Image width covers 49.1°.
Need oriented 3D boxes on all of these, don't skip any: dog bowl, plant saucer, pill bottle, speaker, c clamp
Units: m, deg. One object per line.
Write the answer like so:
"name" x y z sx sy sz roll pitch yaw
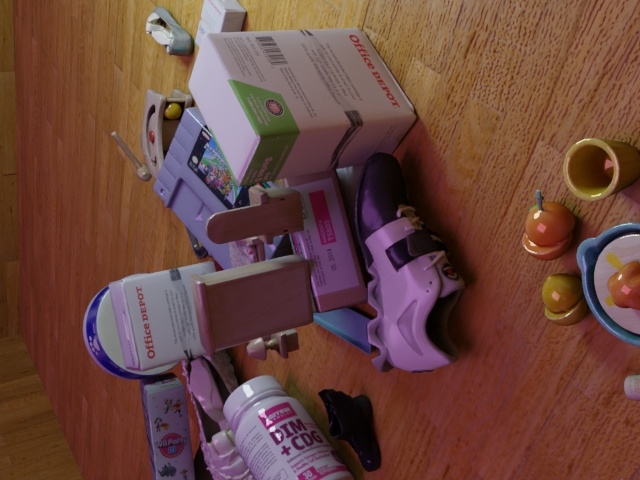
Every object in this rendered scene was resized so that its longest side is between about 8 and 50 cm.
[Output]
"dog bowl" -0.460 0.220 1.794 0.104 0.265 0.264 -22 81 53
"plant saucer" 0.036 0.142 1.278 0.192 0.018 0.067 23 118 49
"pill bottle" -0.070 0.413 1.383 0.283 0.160 0.160 47 135 37
"speaker" 0.065 -0.059 1.145 0.055 0.055 0.136 -13 89 56
"c clamp" -0.294 -0.024 1.704 0.160 0.022 0.137 66 149 15

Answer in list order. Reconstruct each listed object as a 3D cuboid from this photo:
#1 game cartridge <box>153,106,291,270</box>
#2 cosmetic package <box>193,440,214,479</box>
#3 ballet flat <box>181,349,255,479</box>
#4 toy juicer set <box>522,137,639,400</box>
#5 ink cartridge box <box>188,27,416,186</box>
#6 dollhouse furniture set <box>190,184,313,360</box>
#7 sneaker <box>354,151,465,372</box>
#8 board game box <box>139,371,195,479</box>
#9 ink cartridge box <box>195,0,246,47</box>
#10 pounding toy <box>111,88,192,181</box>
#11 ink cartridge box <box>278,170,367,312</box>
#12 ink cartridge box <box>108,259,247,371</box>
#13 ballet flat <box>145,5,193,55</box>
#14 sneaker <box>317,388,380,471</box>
"game cartridge" -0.197 -0.081 1.426 0.355 0.068 0.230 46 129 22
"cosmetic package" -0.255 0.567 1.763 0.117 0.086 0.231 55 138 31
"ballet flat" -0.235 0.417 1.614 0.147 0.147 0.408 -50 59 49
"toy juicer set" 0.329 0.067 0.773 0.328 0.090 0.209 63 143 20
"ink cartridge box" -0.027 -0.206 1.042 0.198 0.273 0.114 62 145 23
"dollhouse furniture set" -0.169 0.037 1.182 0.355 0.174 0.303 30 129 60
"sneaker" 0.143 0.029 1.027 0.146 0.122 0.330 -6 94 38
"board game box" -0.380 0.502 1.750 0.224 0.098 0.303 177 85 -71
"ink cartridge box" -0.204 -0.435 1.423 0.088 0.052 0.122 54 140 31
"pounding toy" -0.400 -0.232 1.671 0.154 0.155 0.269 54 139 38
"ink cartridge box" 0.000 0.000 1.163 0.193 0.088 0.234 127 129 -82
"ink cartridge box" -0.307 0.159 1.548 0.114 0.273 0.196 -13 89 55
"ballet flat" -0.367 -0.491 1.626 0.213 0.068 0.072 46 134 39
"sneaker" 0.051 0.341 1.251 0.051 0.089 0.170 -2 97 55
